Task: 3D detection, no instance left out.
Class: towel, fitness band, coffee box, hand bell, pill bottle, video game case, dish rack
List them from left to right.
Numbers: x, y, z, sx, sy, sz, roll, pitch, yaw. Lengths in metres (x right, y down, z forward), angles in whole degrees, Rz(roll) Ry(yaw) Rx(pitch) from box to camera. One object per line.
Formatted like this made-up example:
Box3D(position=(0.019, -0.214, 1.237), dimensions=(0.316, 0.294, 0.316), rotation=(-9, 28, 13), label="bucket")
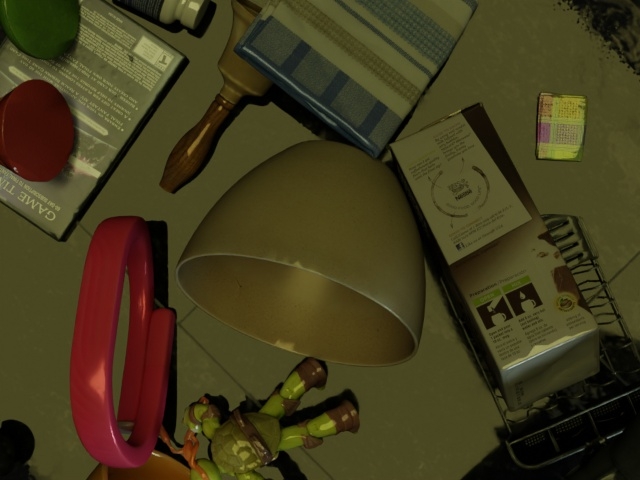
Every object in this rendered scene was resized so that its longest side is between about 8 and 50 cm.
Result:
Box3D(position=(-0.319, -0.165, 1.674), dimensions=(0.196, 0.026, 0.274), rotation=(34, 91, 1), label="video game case")
Box3D(position=(-0.224, 0.113, 1.561), dimensions=(0.054, 0.209, 0.290), rotation=(-3, 63, 11), label="fitness band")
Box3D(position=(-0.195, -0.301, 1.652), dimensions=(0.120, 0.067, 0.067), rotation=(26, 90, 2), label="pill bottle")
Box3D(position=(-0.118, -0.157, 1.646), dimensions=(0.126, 0.126, 0.242), rotation=(35, 102, 1), label="hand bell")
Box3D(position=(0.047, -0.249, 1.590), dimensions=(0.209, 0.034, 0.285), rotation=(36, 58, -5), label="towel")
Box3D(position=(0.195, 0.019, 1.542), dimensions=(0.119, 0.168, 0.297), rotation=(-25, 66, 1), label="coffee box")
Box3D(position=(0.273, 0.110, 1.635), dimensions=(0.208, 0.074, 0.271), rotation=(-24, 89, 0), label="dish rack")
Box3D(position=(0.293, -0.139, 1.669), dimensions=(0.060, 0.009, 0.083), rotation=(3, 90, 0), label="towel")

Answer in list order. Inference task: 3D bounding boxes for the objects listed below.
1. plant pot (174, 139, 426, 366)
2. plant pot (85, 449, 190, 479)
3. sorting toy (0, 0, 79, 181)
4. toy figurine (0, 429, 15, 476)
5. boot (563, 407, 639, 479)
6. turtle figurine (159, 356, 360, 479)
Box3D(position=(0.000, 0.000, 1.564), dimensions=(0.284, 0.284, 0.191), rotation=(19, 67, 1), label="plant pot")
Box3D(position=(-0.223, 0.374, 1.591), dimensions=(0.205, 0.205, 0.188), rotation=(42, 106, 1), label="plant pot")
Box3D(position=(-0.373, -0.250, 1.631), dimensions=(0.126, 0.127, 0.365), rotation=(-1, 86, 31), label="sorting toy")
Box3D(position=(-0.470, 0.223, 1.579), dimensions=(0.148, 0.209, 0.213), rotation=(-26, 90, 11), label="toy figurine")
Box3D(position=(0.337, 0.333, 1.569), dimensions=(0.445, 0.367, 0.146), rotation=(-48, 50, 15), label="boot")
Box3D(position=(-0.079, 0.223, 1.607), dimensions=(0.217, 0.087, 0.269), rotation=(-32, 50, -17), label="turtle figurine")
